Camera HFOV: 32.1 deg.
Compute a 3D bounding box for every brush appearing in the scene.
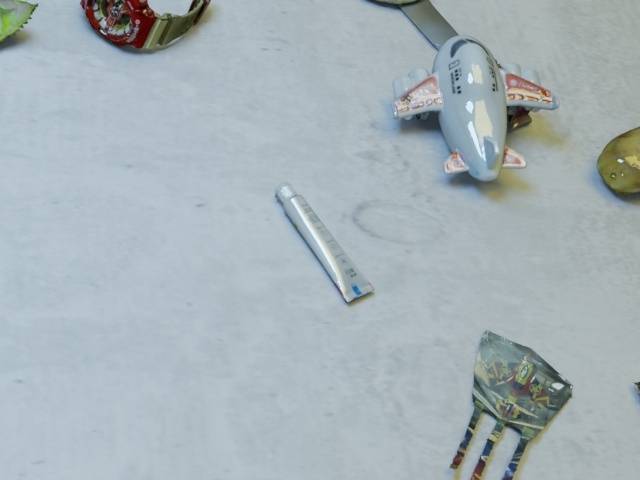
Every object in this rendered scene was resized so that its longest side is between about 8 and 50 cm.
[{"bbox_3d":[0.230,-0.307,1.797,0.060,0.050,0.321,-24,64,-30],"label":"brush"}]

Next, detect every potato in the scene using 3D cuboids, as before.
[{"bbox_3d":[0.504,-0.126,1.736,0.170,0.080,0.107,-26,58,-38],"label":"potato"}]

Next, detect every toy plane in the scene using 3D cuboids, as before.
[{"bbox_3d":[0.226,-0.198,1.648,0.252,0.118,0.252,2,62,-4],"label":"toy plane"}]

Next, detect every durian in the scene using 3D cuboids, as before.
[{"bbox_3d":[-0.493,-0.321,1.490,0.215,0.100,0.086,11,47,-21],"label":"durian"}]

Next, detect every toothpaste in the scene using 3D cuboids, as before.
[{"bbox_3d":[0.000,0.000,1.478,0.048,0.031,0.190,-22,67,-36],"label":"toothpaste"}]

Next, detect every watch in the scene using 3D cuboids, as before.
[{"bbox_3d":[-0.240,-0.380,1.653,0.165,0.102,0.268,44,42,6],"label":"watch"}]

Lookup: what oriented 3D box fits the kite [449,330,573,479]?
[{"bbox_3d":[0.233,0.220,1.403,0.141,0.015,0.245,30,45,5],"label":"kite"}]

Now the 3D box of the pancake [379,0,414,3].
[{"bbox_3d":[0.112,-0.450,1.861,0.158,0.028,0.158,3,51,-4],"label":"pancake"}]

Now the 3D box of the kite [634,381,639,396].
[{"bbox_3d":[0.495,0.244,1.487,0.183,0.014,0.241,26,49,-4],"label":"kite"}]
